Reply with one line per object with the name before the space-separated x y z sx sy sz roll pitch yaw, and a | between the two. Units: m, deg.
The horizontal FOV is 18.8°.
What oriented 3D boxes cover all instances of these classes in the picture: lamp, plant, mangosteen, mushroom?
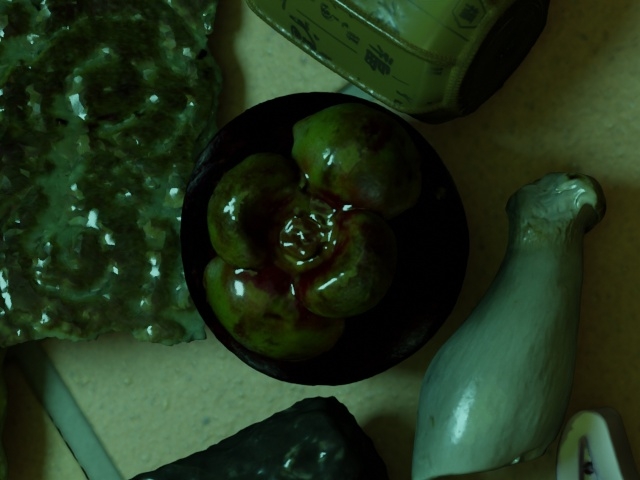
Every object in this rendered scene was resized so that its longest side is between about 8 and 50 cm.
lamp | 0.051 -0.174 1.283 0.185 0.161 0.161 35 99 18
plant | -0.042 0.218 1.288 0.234 0.204 0.178 -30 83 7
mangosteen | 0.000 0.000 1.268 0.209 0.210 0.210 0 89 18
mushroom | 0.123 0.059 1.253 0.093 0.116 0.225 17 84 -4

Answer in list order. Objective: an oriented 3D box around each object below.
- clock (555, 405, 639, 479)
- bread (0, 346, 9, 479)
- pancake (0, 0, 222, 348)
clock | 0.225 0.246 1.254 0.275 0.080 0.290 -15 85 17
bread | -0.275 0.062 1.417 0.087 0.098 0.269 0 87 -25
pancake | -0.199 -0.104 1.365 0.304 0.067 0.427 12 81 -4
